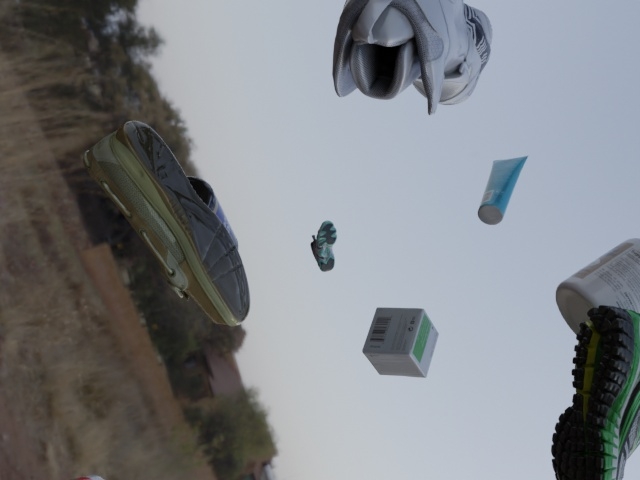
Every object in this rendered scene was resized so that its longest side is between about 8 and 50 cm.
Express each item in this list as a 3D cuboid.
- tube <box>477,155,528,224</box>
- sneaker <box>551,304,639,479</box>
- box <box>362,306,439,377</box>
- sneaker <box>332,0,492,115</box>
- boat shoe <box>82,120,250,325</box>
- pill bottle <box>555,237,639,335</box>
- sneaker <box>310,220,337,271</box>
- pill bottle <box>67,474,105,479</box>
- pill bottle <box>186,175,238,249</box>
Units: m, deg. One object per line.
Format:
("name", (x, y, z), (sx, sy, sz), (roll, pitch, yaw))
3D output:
("tube", (0.380, -0.117, 1.602), (0.207, 0.080, 0.052), (-60, 137, -42))
("sneaker", (0.454, 0.276, 1.142), (0.134, 0.146, 0.344), (-140, -120, -73))
("box", (0.149, 0.188, 1.400), (0.087, 0.101, 0.101), (56, 45, -41))
("sneaker", (0.108, -0.223, 0.900), (0.366, 0.137, 0.210), (61, 48, -63))
("boat shoe", (-0.102, -0.005, 0.514), (0.153, 0.048, 0.056), (57, 23, -12))
("pill bottle", (0.522, 0.071, 1.271), (0.131, 0.229, 0.131), (55, -14, 20))
("sneaker", (0.000, 0.000, 1.348), (0.069, 0.038, 0.098), (-129, -141, -56))
("pill bottle", (-0.501, 0.507, 1.243), (0.176, 0.318, 0.177), (3, -86, 47))
("pill bottle", (-0.222, -0.005, 1.398), (0.219, 0.122, 0.123), (71, -6, -52))
